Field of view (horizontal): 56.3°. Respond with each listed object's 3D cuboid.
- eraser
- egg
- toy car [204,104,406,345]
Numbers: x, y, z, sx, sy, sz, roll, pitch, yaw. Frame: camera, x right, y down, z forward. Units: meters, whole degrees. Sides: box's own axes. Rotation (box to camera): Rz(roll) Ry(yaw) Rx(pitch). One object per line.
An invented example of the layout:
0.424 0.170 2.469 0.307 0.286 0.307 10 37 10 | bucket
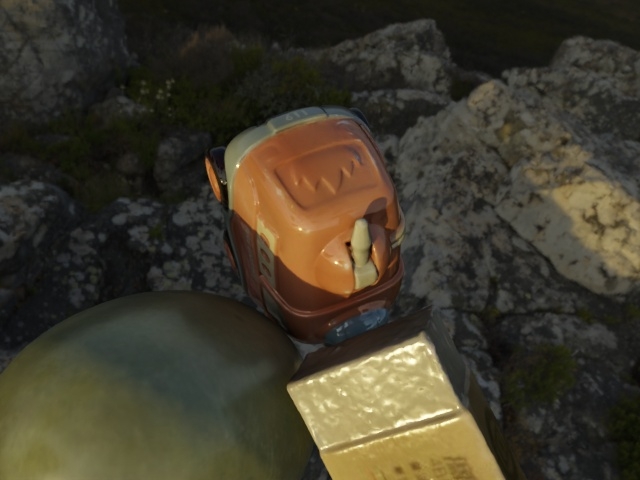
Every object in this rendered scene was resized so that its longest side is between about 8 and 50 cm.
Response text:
0.112 0.236 0.524 0.344 0.144 0.078 63 22 -7 | eraser
-0.142 0.173 0.563 0.258 0.258 0.352 49 19 25 | egg
0.000 0.000 0.650 0.180 0.271 0.212 -20 51 -15 | toy car
